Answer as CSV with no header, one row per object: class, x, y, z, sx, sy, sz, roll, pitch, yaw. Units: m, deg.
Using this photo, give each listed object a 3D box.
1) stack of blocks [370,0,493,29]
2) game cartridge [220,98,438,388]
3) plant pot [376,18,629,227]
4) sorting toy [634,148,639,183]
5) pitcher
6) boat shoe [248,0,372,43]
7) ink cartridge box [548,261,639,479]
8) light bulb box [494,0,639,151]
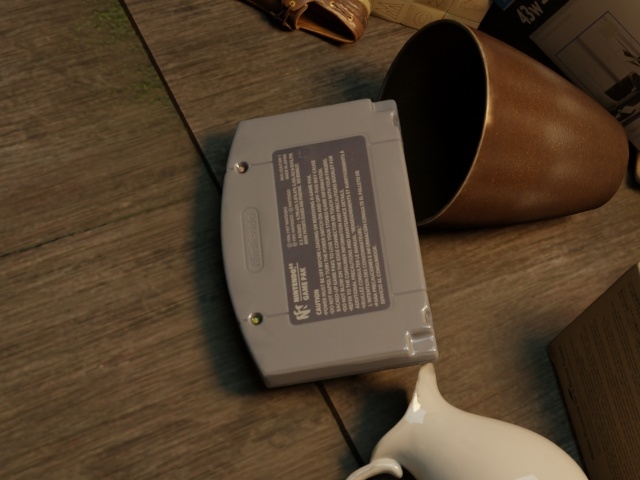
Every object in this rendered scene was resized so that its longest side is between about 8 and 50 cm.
stack of blocks,0.058,-0.361,1.555,0.297,0.087,0.171,16,59,-9
game cartridge,0.000,0.000,1.314,0.196,0.060,0.294,-7,61,1
plant pot,0.205,-0.105,1.406,0.230,0.215,0.215,9,58,-28
sorting toy,0.530,-0.127,1.567,0.307,0.041,0.229,10,57,4
pitcher,0.136,0.239,1.232,0.207,0.125,0.178,34,73,16
boat shoe,-0.028,-0.272,1.493,0.178,0.064,0.060,18,56,-10
ink cartridge box,0.329,0.163,1.281,0.088,0.193,0.234,-3,63,-21
light bulb box,0.391,-0.357,1.486,0.361,0.225,0.358,45,61,-2
